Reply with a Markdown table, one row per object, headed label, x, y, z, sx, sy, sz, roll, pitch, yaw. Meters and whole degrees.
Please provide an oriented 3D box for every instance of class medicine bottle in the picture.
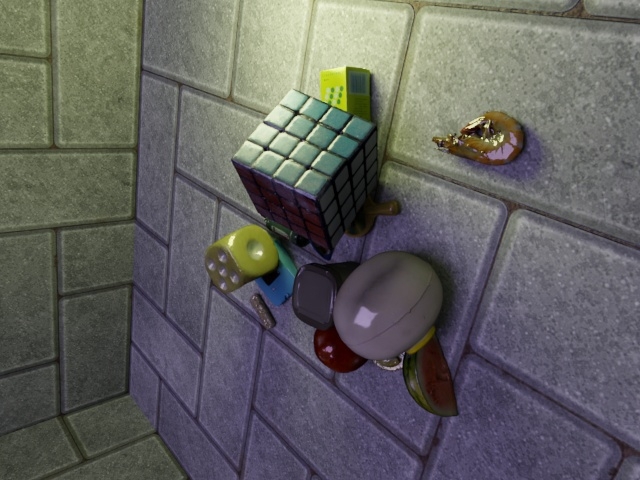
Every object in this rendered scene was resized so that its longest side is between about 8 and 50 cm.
| label | x | y | z | sx | sy | sz | roll | pitch | yaw |
| --- | --- | --- | --- | --- | --- | --- | --- | --- | --- |
| medicine bottle | 0.092 | -0.482 | 1.739 | 0.137 | 0.141 | 0.249 | 8 | 103 | 44 |

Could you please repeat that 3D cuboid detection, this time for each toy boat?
| label | x | y | z | sx | sy | sz | roll | pitch | yaw |
| --- | --- | --- | --- | --- | --- | --- | --- | --- | --- |
| toy boat | 0.000 | 0.000 | 1.932 | 0.045 | 0.080 | 0.228 | 62 | 178 | 40 |

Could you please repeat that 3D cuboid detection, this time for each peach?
| label | x | y | z | sx | sy | sz | roll | pitch | yaw |
| --- | --- | --- | --- | --- | --- | --- | --- | --- | --- |
| peach | 0.079 | 0.387 | 1.856 | 0.244 | 0.244 | 0.199 | 29 | 112 | 40 |

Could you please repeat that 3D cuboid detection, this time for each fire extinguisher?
| label | x | y | z | sx | sy | sz | roll | pitch | yaw |
| --- | --- | --- | --- | --- | --- | --- | --- | --- | --- |
| fire extinguisher | -0.164 | -0.060 | 2.131 | 0.295 | 0.118 | 0.093 | 27 | 82 | 41 |

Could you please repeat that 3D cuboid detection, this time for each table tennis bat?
| label | x | y | z | sx | sy | sz | roll | pitch | yaw |
| --- | --- | --- | --- | --- | --- | --- | --- | --- | --- |
| table tennis bat | 0.165 | -0.110 | 1.808 | 0.321 | 0.050 | 0.198 | -1 | 95 | 51 |

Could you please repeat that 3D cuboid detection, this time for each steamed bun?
| label | x | y | z | sx | sy | sz | roll | pitch | yaw |
| --- | --- | --- | --- | --- | --- | --- | --- | --- | --- |
| steamed bun | 0.216 | 0.206 | 1.587 | 0.334 | 0.374 | 0.334 | 48 | 173 | 8 |

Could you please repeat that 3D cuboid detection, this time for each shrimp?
| label | x | y | z | sx | sy | sz | roll | pitch | yaw |
| --- | --- | --- | --- | --- | --- | --- | --- | --- | --- |
| shrimp | 0.456 | -0.308 | 1.437 | 0.287 | 0.063 | 0.152 | 21 | 111 | 39 |

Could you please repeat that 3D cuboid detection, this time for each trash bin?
| label | x | y | z | sx | sy | sz | roll | pitch | yaw |
| --- | --- | --- | --- | --- | --- | --- | --- | --- | --- |
| trash bin | 0.059 | 0.188 | 1.822 | 0.220 | 0.250 | 0.219 | 20 | 111 | 43 |

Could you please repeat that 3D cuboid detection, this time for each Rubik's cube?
| label | x | y | z | sx | sy | sz | roll | pitch | yaw |
| --- | --- | --- | --- | --- | --- | --- | --- | --- | --- |
| Rubik's cube | -0.034 | -0.231 | 1.630 | 0.345 | 0.337 | 0.343 | 27 | 160 | 19 |

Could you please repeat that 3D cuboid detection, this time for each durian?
| label | x | y | z | sx | sy | sz | roll | pitch | yaw |
| --- | --- | --- | --- | --- | --- | --- | --- | --- | --- |
| durian | 0.240 | 0.375 | 1.769 | 0.147 | 0.102 | 0.208 | -30 | 69 | 16 |

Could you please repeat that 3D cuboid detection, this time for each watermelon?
| label | x | y | z | sx | sy | sz | roll | pitch | yaw |
| --- | --- | --- | --- | --- | --- | --- | --- | --- | --- |
| watermelon | 0.339 | 0.465 | 1.647 | 0.128 | 0.159 | 0.303 | -22 | 82 | 51 |

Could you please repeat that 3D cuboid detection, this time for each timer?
| label | x | y | z | sx | sy | sz | roll | pitch | yaw |
| --- | --- | --- | --- | --- | --- | --- | --- | --- | --- |
| timer | -0.200 | 0.151 | 2.245 | 0.249 | 0.091 | 0.232 | 54 | 132 | 11 |

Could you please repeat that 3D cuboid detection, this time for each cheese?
| label | x | y | z | sx | sy | sz | roll | pitch | yaw |
| --- | --- | --- | --- | --- | --- | --- | --- | --- | --- |
| cheese | -0.282 | 0.344 | 2.371 | 0.194 | 0.044 | 0.065 | 56 | 134 | 24 |

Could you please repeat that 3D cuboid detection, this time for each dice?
| label | x | y | z | sx | sy | sz | roll | pitch | yaw |
| --- | --- | --- | --- | --- | --- | --- | --- | --- | --- |
| dice | -0.340 | 0.080 | 2.109 | 0.233 | 0.238 | 0.226 | -30 | 88 | 42 |
